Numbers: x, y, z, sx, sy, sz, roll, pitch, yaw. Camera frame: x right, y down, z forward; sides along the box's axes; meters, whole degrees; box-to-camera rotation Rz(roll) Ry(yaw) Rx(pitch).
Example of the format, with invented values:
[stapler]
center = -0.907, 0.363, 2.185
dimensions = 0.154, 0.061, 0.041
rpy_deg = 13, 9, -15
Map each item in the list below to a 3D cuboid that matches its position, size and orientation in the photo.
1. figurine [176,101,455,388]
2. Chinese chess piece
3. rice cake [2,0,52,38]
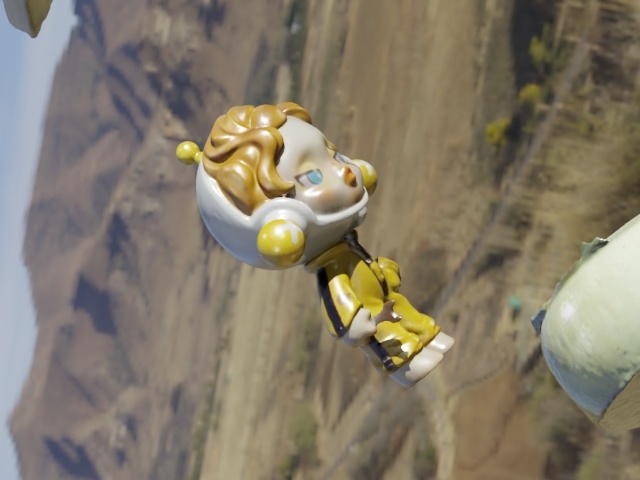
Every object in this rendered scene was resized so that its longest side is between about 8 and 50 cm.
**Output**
[figurine]
center = 0.003, -0.001, 0.618
dimensions = 0.068, 0.143, 0.101
rpy_deg = -41, 24, 30
[Chinese chess piece]
center = 0.225, 0.039, 0.854
dimensions = 0.083, 0.188, 0.188
rpy_deg = 57, 151, 27
[rice cake]
center = -0.317, -0.316, 1.412
dimensions = 0.256, 0.052, 0.057
rpy_deg = 88, -177, -53
